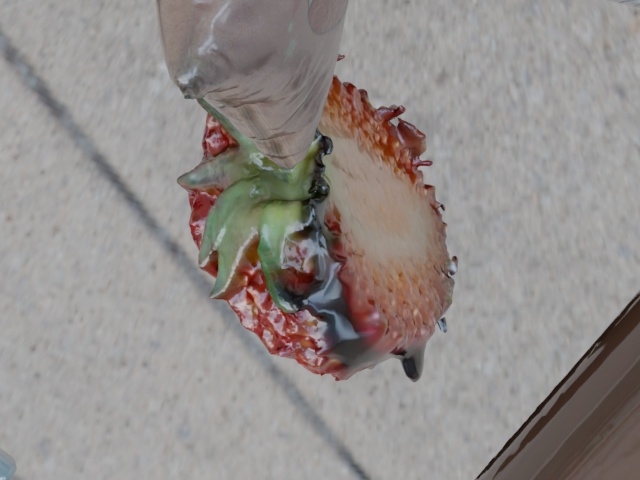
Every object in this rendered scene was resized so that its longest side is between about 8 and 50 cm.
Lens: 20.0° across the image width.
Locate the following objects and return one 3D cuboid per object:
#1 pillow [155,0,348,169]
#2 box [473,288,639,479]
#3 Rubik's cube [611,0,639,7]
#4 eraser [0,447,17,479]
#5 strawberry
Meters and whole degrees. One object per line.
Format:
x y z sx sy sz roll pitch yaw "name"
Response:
-0.024 -0.160 0.841 0.084 0.223 0.236 4 87 7 "pillow"
0.219 0.167 0.635 0.339 0.239 0.229 50 125 27 "box"
0.343 -0.401 1.596 0.316 0.318 0.313 -19 89 19 "Rubik's cube"
-0.393 0.133 1.477 0.290 0.104 0.189 40 151 -7 "eraser"
0.000 0.000 1.276 0.138 0.306 0.233 -15 70 17 "strawberry"
